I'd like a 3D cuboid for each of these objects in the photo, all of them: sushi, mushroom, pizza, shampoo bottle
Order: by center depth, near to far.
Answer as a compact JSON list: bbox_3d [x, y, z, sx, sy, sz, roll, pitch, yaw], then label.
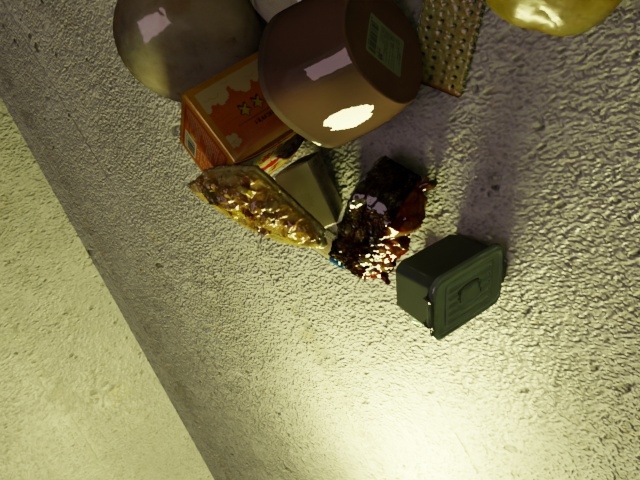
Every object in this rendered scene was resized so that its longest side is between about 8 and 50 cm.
[{"bbox_3d":[-0.144,-0.065,1.375,0.268,0.087,0.257,39,160,-32],"label":"pizza"},{"bbox_3d":[0.148,-0.053,1.419,0.181,0.196,0.343,28,142,4],"label":"sushi"},{"bbox_3d":[-0.323,-0.522,1.498,0.362,0.295,0.362,1,141,1],"label":"mushroom"},{"bbox_3d":[0.000,0.000,1.693,0.183,0.050,0.087,34,139,25],"label":"shampoo bottle"}]

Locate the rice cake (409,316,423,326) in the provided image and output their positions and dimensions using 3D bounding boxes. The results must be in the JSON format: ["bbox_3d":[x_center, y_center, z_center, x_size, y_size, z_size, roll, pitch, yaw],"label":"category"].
[{"bbox_3d":[0.273,0.132,1.515,0.080,0.042,0.222,21,129,29],"label":"rice cake"}]

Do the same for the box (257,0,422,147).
[{"bbox_3d":[0.049,-0.357,1.204,0.216,0.301,0.301,-14,106,45],"label":"box"}]

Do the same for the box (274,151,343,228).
[{"bbox_3d":[-0.024,-0.121,1.500,0.095,0.212,0.168,-22,100,12],"label":"box"}]

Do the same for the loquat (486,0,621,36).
[{"bbox_3d":[0.339,-0.448,0.878,0.276,0.276,0.284,22,134,34],"label":"loquat"}]

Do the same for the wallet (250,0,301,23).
[{"bbox_3d":[-0.047,-0.596,1.321,0.275,0.068,0.335,41,132,12],"label":"wallet"}]

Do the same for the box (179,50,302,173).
[{"bbox_3d":[-0.176,-0.276,1.460,0.214,0.259,0.283,56,161,2],"label":"box"}]

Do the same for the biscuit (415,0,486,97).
[{"bbox_3d":[0.248,-0.405,1.182,0.139,0.016,0.231,31,135,28],"label":"biscuit"}]

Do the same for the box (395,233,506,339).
[{"bbox_3d":[0.283,0.090,1.335,0.135,0.243,0.163,30,137,46],"label":"box"}]
